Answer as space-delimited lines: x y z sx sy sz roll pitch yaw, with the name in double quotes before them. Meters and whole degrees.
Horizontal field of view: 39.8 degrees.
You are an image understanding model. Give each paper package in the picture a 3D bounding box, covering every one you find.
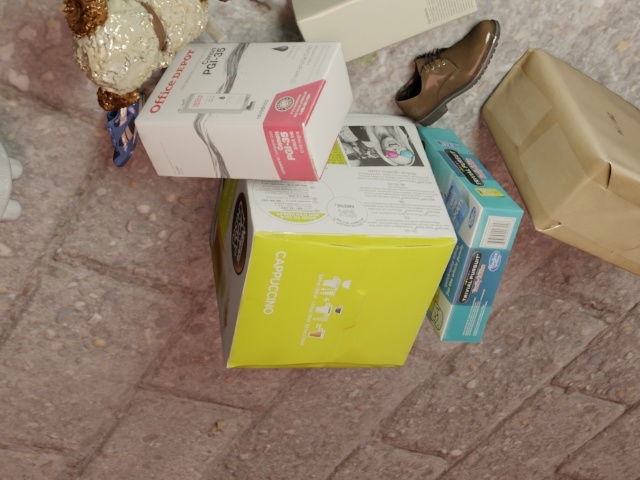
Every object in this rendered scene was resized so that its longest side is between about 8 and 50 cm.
"paper package" 0.479 -0.137 1.558 0.309 0.325 0.168 20 127 -30

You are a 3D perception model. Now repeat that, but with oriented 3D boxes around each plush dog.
"plush dog" -0.260 -0.302 1.254 0.210 0.225 0.262 16 143 24

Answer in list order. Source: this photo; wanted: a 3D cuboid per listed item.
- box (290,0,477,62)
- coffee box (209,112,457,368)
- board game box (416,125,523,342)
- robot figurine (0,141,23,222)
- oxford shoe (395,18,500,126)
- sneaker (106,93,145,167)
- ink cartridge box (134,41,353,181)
"box" 0.099 -0.375 1.396 0.275 0.094 0.113 -19 135 7
"coffee box" 0.000 0.000 1.575 0.338 0.334 0.338 2 133 -15
"board game box" 0.222 -0.020 1.567 0.079 0.336 0.254 4 118 -17
"robot figurine" -0.630 -0.101 1.375 0.199 0.300 0.353 -8 171 27
"oxford shoe" 0.214 -0.295 1.513 0.096 0.083 0.227 27 122 -28
"sneaker" -0.340 -0.192 1.511 0.059 0.053 0.144 9 123 -22
"ink cartridge box" -0.115 -0.202 1.372 0.282 0.207 0.117 4 139 20
